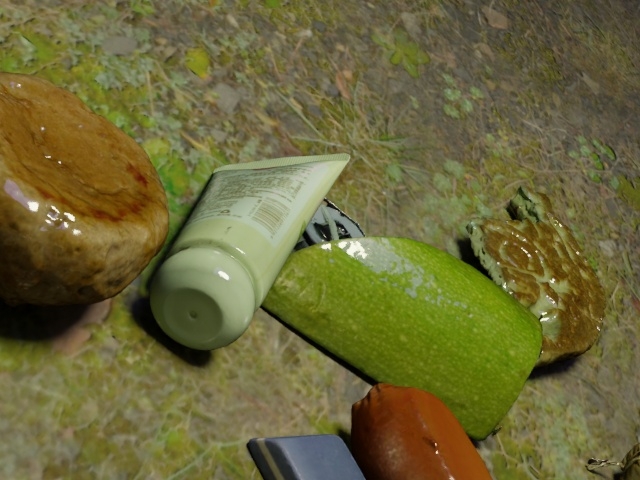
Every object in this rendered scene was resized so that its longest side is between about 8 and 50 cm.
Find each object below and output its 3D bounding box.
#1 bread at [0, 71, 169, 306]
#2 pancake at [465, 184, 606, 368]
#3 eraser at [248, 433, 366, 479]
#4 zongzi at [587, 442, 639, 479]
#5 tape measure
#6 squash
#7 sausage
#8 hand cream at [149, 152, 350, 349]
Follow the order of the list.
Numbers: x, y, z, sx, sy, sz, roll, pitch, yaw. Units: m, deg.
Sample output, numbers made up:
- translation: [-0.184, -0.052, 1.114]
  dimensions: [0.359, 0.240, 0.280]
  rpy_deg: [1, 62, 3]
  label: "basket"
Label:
- translation: [-0.234, -0.034, 1.278]
  dimensions: [0.230, 0.123, 0.230]
  rpy_deg: [30, 26, -16]
  label: "bread"
- translation: [0.242, 0.043, 1.822]
  dimensions: [0.197, 0.054, 0.376]
  rpy_deg: [39, 27, -7]
  label: "pancake"
- translation: [0.023, 0.245, 1.295]
  dimensions: [0.082, 0.036, 0.225]
  rpy_deg: [5, 46, -48]
  label: "eraser"
- translation: [0.386, 0.299, 1.630]
  dimensions: [0.189, 0.081, 0.178]
  rpy_deg: [15, 48, -30]
  label: "zongzi"
- translation: [0.002, 0.001, 1.581]
  dimensions: [0.094, 0.054, 0.091]
  rpy_deg: [47, 35, 15]
  label: "tape measure"
- translation: [0.087, 0.052, 1.564]
  dimensions: [0.288, 0.111, 0.203]
  rpy_deg: [35, 28, -9]
  label: "squash"
- translation: [0.123, 0.268, 1.323]
  dimensions: [0.094, 0.097, 0.348]
  rpy_deg: [2, 48, -39]
  label: "sausage"
- translation: [-0.074, -0.011, 1.454]
  dimensions: [0.306, 0.147, 0.093]
  rpy_deg: [-65, 145, -57]
  label: "hand cream"
